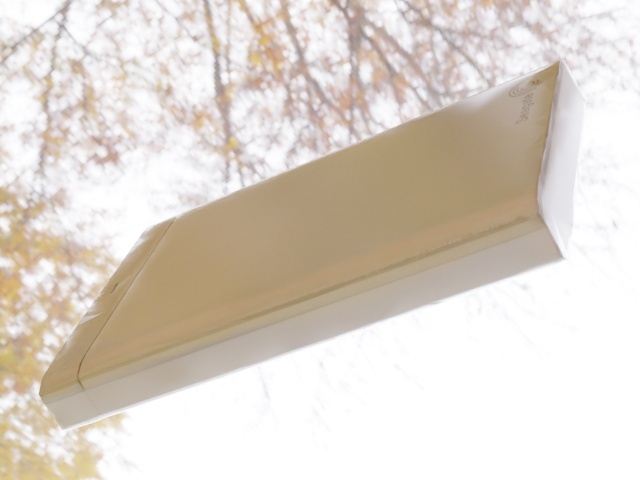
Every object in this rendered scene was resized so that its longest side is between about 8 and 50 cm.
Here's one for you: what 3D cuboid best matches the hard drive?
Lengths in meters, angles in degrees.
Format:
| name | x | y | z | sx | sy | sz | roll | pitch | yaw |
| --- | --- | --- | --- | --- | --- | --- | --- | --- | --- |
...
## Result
| name | x | y | z | sx | sy | sz | roll | pitch | yaw |
| --- | --- | --- | --- | --- | --- | --- | --- | --- | --- |
| hard drive | 0.000 | 0.000 | 0.880 | 0.353 | 0.047 | 0.233 | -20 | -158 | 23 |
